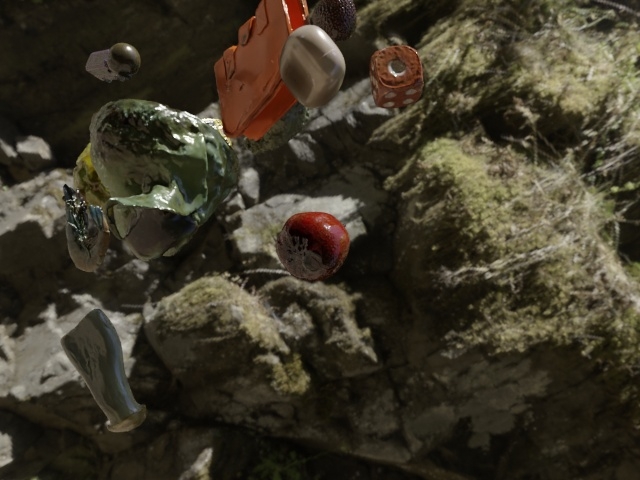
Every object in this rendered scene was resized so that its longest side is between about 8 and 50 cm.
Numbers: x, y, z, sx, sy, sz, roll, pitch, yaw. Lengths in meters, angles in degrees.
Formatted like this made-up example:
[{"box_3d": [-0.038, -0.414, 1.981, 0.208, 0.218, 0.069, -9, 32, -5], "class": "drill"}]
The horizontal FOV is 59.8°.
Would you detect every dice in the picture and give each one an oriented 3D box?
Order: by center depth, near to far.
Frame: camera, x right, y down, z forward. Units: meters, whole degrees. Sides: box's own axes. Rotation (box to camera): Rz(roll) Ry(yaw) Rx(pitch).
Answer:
[{"box_3d": [0.280, -0.602, 2.071, 0.179, 0.174, 0.175, 81, -2, -75], "class": "dice"}]

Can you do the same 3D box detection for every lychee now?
[{"box_3d": [0.061, -0.892, 2.241, 0.194, 0.194, 0.194, 60, -2, 4], "class": "lychee"}]

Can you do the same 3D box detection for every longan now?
[{"box_3d": [-0.634, -0.576, 1.796, 0.106, 0.106, 0.119, 95, -12, -86], "class": "longan"}]

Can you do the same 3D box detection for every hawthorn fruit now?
[{"box_3d": [0.000, 0.000, 1.777, 0.230, 0.266, 0.210, 25, -45, 37], "class": "hawthorn fruit"}]

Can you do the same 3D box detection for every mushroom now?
[{"box_3d": [-0.574, 0.358, 1.496, 0.159, 0.122, 0.328, -34, -97, 45], "class": "mushroom"}]

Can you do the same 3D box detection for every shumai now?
[{"box_3d": [-0.411, -0.122, 1.416, 0.395, 0.395, 0.348, 66, 28, -66], "class": "shumai"}]

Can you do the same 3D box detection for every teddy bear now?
[{"box_3d": [-0.192, -0.567, 2.282, 0.224, 0.357, 0.367, 25, -25, 30], "class": "teddy bear"}]

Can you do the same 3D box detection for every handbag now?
[{"box_3d": [-0.168, -0.497, 1.605, 0.410, 0.116, 0.303, -33, -115, 48], "class": "handbag"}]

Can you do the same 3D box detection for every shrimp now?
[{"box_3d": [-0.740, -0.048, 1.760, 0.075, 0.178, 0.289, 11, 69, -62], "class": "shrimp"}]

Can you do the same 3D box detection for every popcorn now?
[{"box_3d": [-0.769, -0.237, 2.075, 0.274, 0.279, 0.335, 76, 10, -46], "class": "popcorn"}]

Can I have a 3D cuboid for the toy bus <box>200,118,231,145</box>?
[{"box_3d": [-0.446, -0.283, 1.952, 0.331, 0.151, 0.145, -39, -107, 47], "class": "toy bus"}]

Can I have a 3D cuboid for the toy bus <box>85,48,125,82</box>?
[{"box_3d": [-0.739, -0.611, 1.941, 0.178, 0.086, 0.098, 11, -12, 43], "class": "toy bus"}]

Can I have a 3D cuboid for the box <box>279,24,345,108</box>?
[{"box_3d": [-0.020, -0.356, 1.157, 0.146, 0.088, 0.200, 53, -14, -1], "class": "box"}]
